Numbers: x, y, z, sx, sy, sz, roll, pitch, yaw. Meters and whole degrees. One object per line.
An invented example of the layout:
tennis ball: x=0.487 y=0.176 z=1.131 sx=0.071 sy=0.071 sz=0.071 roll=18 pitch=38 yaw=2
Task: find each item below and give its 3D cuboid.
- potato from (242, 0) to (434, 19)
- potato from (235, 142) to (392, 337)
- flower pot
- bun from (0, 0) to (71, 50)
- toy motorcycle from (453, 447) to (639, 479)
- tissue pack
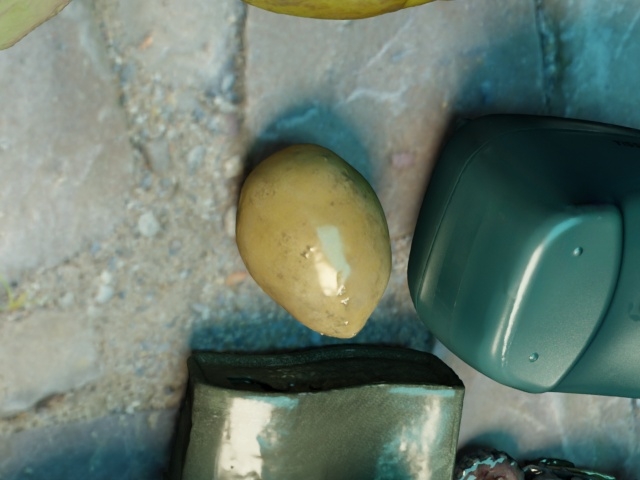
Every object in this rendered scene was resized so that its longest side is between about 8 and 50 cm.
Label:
potato: x=0.044 y=-0.245 z=1.314 sx=0.298 sy=0.141 sz=0.176 roll=-20 pitch=108 yaw=-20
potato: x=0.000 y=-0.002 z=1.408 sx=0.112 sy=0.112 sz=0.147 roll=-28 pitch=112 yaw=-15
flower pot: x=-0.005 y=0.146 z=1.459 sx=0.229 sy=0.103 sz=0.108 roll=1 pitch=108 yaw=-26
bun: x=-0.229 y=-0.236 z=1.154 sx=0.293 sy=0.187 sz=0.293 roll=-8 pitch=111 yaw=-22
toy motorcycle: x=0.202 y=0.252 z=1.613 sx=0.229 sy=0.094 sz=0.129 roll=13 pitch=106 yaw=-22
tissue pack: x=0.212 y=0.008 z=1.468 sx=0.288 sy=0.206 sz=0.198 roll=5 pitch=115 yaw=-27
